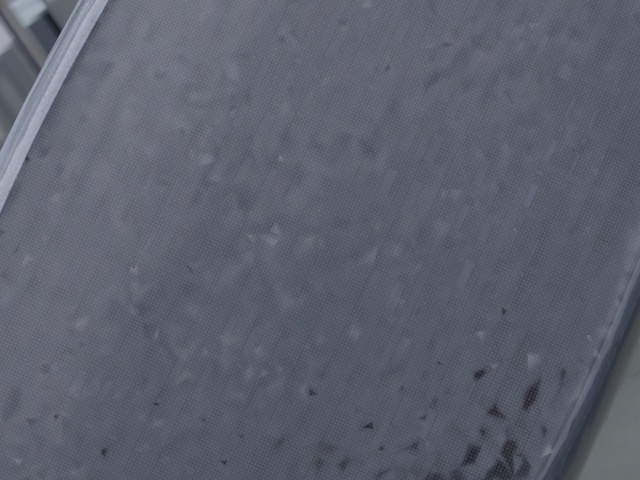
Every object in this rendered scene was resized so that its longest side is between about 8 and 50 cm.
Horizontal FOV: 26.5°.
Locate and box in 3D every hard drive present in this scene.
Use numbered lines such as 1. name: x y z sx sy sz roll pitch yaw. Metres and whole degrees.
1. hard drive: 0.000 0.000 0.339 0.054 0.172 0.255 95 -160 -83
